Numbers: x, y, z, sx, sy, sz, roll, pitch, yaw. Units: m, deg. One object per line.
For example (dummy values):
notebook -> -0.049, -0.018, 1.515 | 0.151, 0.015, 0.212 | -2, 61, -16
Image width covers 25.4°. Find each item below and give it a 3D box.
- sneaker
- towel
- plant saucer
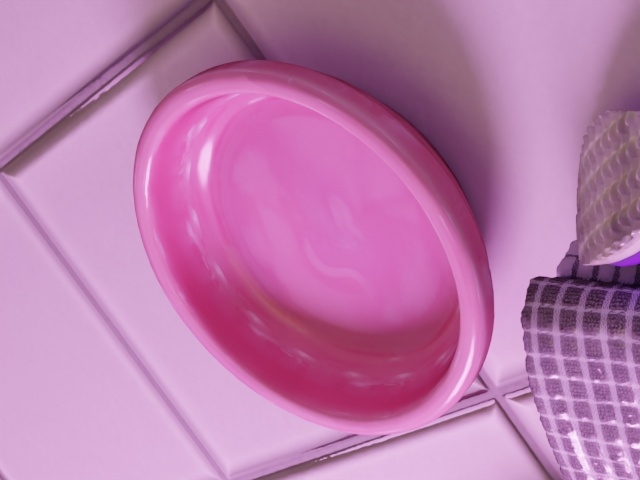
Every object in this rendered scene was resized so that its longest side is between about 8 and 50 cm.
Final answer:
sneaker -> 0.264, -0.045, 0.869 | 0.146, 0.102, 0.293 | 8, 162, -13
towel -> 0.279, 0.145, 0.986 | 0.235, 0.121, 0.283 | 3, 122, 40
plant saucer -> 0.000, 0.000, 1.139 | 0.332, 0.084, 0.332 | 21, 132, 26
